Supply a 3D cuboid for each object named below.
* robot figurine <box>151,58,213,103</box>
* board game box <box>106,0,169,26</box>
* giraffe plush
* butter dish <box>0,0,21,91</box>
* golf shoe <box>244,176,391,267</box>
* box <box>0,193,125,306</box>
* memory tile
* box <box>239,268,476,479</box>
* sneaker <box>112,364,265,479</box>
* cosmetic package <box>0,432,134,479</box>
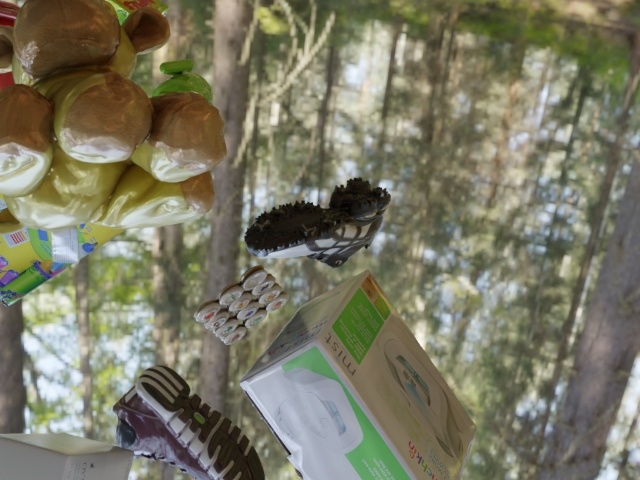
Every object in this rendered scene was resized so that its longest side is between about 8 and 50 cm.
[{"bbox_3d":[-0.171,-0.173,1.331,0.067,0.101,0.115,0,-162,7],"label":"robot figurine"},{"bbox_3d":[-0.374,-0.440,1.921,0.181,0.043,0.092,34,-143,2],"label":"board game box"},{"bbox_3d":[-0.167,-0.100,0.752,0.182,0.210,0.170,6,-115,-28],"label":"giraffe plush"},{"bbox_3d":[-0.294,-0.139,0.924,0.160,0.118,0.160,10,176,16],"label":"butter dish"},{"bbox_3d":[0.000,0.000,1.197,0.198,0.093,0.077,-19,-140,-36],"label":"golf shoe"},{"bbox_3d":[-0.443,-0.110,1.575,0.279,0.290,0.177,-32,-143,4],"label":"box"},{"bbox_3d":[-0.101,0.088,1.417,0.113,0.148,0.012,-37,-115,-1],"label":"memory tile"},{"bbox_3d":[0.053,0.204,1.301,0.262,0.127,0.231,56,-156,-5],"label":"box"},{"bbox_3d":[-0.226,0.340,1.741,0.281,0.162,0.106,49,-149,-5],"label":"sneaker"},{"bbox_3d":[-0.400,0.406,1.570,0.138,0.224,0.225,11,174,15],"label":"cosmetic package"}]
